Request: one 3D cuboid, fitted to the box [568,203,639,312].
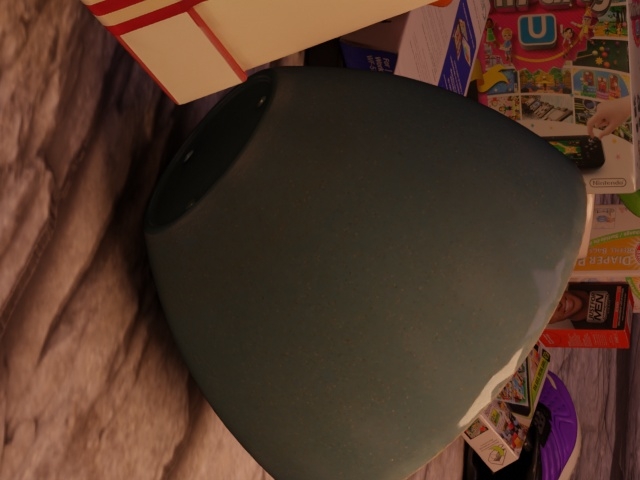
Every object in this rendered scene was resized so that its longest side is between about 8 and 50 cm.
[{"bbox_3d":[0.364,0.024,2.191,0.114,0.203,0.103,58,36,-56],"label":"box"}]

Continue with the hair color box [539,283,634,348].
[{"bbox_3d":[0.313,0.093,2.137,0.043,0.141,0.072,65,31,-49],"label":"hair color box"}]

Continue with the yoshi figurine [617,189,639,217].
[{"bbox_3d":[0.362,-0.132,2.048,0.362,0.203,0.203,-1,52,-45],"label":"yoshi figurine"}]

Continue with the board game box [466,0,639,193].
[{"bbox_3d":[0.210,-0.201,1.739,0.097,0.224,0.303,-26,113,-66],"label":"board game box"}]

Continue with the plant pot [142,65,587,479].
[{"bbox_3d":[0.000,0.000,1.124,0.195,0.290,0.290,38,43,-20],"label":"plant pot"}]

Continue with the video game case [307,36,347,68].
[{"bbox_3d":[0.048,-0.206,1.557,0.248,0.035,0.275,38,53,-66],"label":"video game case"}]

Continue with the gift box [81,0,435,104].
[{"bbox_3d":[-0.055,-0.255,0.951,0.255,0.258,0.276,53,20,-56],"label":"gift box"}]

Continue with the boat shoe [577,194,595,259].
[{"bbox_3d":[0.219,-0.150,1.860,0.127,0.158,0.341,10,81,-83],"label":"boat shoe"}]

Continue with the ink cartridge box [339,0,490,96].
[{"bbox_3d":[0.082,-0.170,1.502,0.333,0.065,0.165,-73,154,-46],"label":"ink cartridge box"}]

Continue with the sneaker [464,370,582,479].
[{"bbox_3d":[0.225,0.227,1.940,0.293,0.102,0.146,-70,151,-45],"label":"sneaker"}]

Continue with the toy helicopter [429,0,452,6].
[{"bbox_3d":[0.066,-0.373,1.376,0.235,0.140,0.355,107,-9,-48],"label":"toy helicopter"}]

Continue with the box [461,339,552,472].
[{"bbox_3d":[0.184,0.144,1.846,0.114,0.036,0.207,49,31,-11],"label":"box"}]
